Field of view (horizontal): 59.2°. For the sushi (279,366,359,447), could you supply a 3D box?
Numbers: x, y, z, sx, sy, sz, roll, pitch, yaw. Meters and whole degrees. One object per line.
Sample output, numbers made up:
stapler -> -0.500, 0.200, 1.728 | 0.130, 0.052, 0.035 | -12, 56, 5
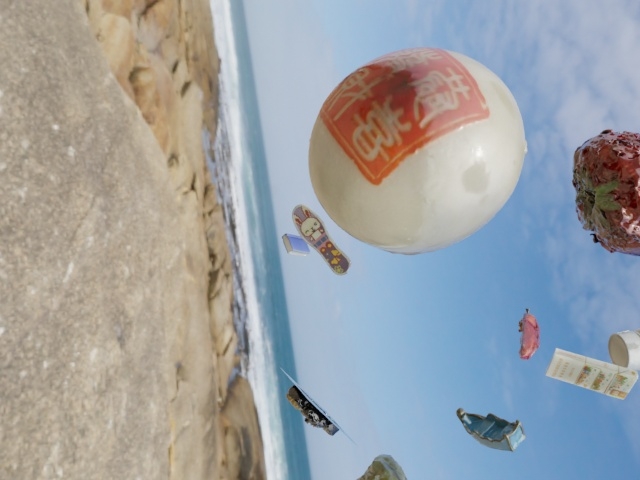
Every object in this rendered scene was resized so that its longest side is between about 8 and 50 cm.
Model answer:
sushi -> -0.021, 0.428, 1.389 | 0.215, 0.050, 0.192 | 50, -11, -27

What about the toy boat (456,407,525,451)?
toy boat -> 0.398, 0.441, 1.341 | 0.077, 0.075, 0.185 | 60, -24, -5

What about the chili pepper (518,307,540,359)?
chili pepper -> 0.477, 0.214, 1.289 | 0.268, 0.050, 0.059 | -33, 134, -66

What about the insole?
insole -> 0.000, 0.000, 1.311 | 0.197, 0.065, 0.004 | 53, 16, 2

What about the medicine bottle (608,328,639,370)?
medicine bottle -> 1.089, 0.353, 1.834 | 0.144, 0.251, 0.145 | 174, -90, -86

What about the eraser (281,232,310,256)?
eraser -> -0.076, 0.014, 1.751 | 0.084, 0.027, 0.063 | 11, 48, -50

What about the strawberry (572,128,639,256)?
strawberry -> 0.642, -0.093, 1.140 | 0.274, 0.220, 0.274 | -17, 90, -88

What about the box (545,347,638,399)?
box -> 0.780, 0.387, 1.633 | 0.122, 0.220, 0.032 | 87, 24, -44

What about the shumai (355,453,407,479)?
shumai -> 0.090, 0.606, 1.062 | 0.309, 0.263, 0.304 | -115, -175, -75

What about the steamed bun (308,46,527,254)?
steamed bun -> 0.151, -0.170, 0.947 | 0.241, 0.374, 0.375 | 56, 20, -58
